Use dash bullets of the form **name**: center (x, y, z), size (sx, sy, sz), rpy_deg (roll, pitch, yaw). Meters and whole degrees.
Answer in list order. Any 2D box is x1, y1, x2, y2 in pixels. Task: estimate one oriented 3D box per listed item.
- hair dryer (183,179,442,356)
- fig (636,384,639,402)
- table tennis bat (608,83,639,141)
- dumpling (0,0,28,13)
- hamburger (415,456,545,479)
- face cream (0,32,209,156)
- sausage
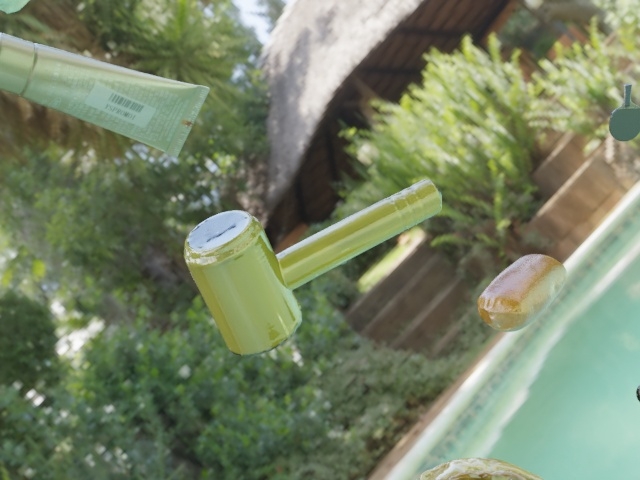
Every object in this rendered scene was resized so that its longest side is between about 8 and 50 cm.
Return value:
- **hair dryer**: center (0.000, 0.000, 1.145), size (0.278, 0.135, 0.090), rpy_deg (-27, 28, -7)
- **fig**: center (0.535, 0.161, 1.403), size (0.320, 0.217, 0.217), rpy_deg (-7, -25, -21)
- **table tennis bat**: center (0.431, -0.179, 1.511), size (0.050, 0.083, 0.007), rpy_deg (-7, 23, -5)
- **dumpling**: center (-0.400, -0.405, 1.384), size (0.152, 0.108, 0.219), rpy_deg (-25, -51, -25)
- **hamburger**: center (0.167, 0.349, 1.061), size (0.244, 0.244, 0.163), rpy_deg (-46, 14, 0)
- **face cream**: center (-0.353, -0.233, 1.694), size (0.137, 0.341, 0.084), rpy_deg (-61, 32, 23)
- **sausage**: center (0.332, 0.085, 1.756), size (0.098, 0.098, 0.238), rpy_deg (-52, -13, 33)
